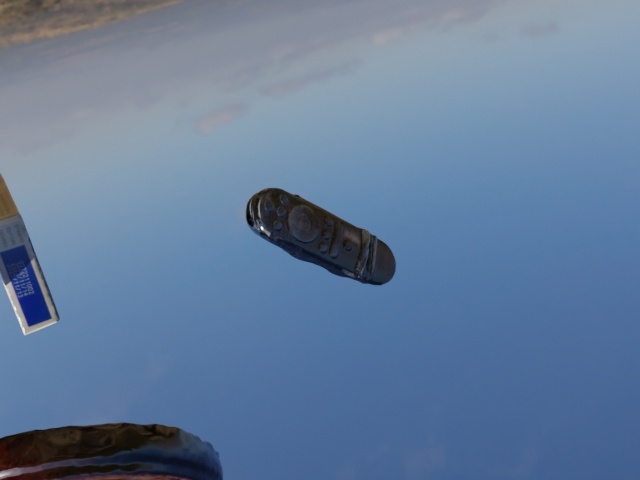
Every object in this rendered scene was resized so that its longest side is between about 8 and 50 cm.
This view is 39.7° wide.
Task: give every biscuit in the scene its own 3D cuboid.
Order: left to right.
[{"bbox_3d":[-0.347,0.380,1.335,0.407,0.091,0.407,-7,149,-4],"label":"biscuit"}]

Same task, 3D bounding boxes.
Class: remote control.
[{"bbox_3d":[0.000,0.000,1.345,0.265,0.090,0.066,26,159,-28],"label":"remote control"}]

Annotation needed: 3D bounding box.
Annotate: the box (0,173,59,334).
[{"bbox_3d":[-0.544,0.013,1.561,0.065,0.200,0.343,-21,-157,-18],"label":"box"}]
